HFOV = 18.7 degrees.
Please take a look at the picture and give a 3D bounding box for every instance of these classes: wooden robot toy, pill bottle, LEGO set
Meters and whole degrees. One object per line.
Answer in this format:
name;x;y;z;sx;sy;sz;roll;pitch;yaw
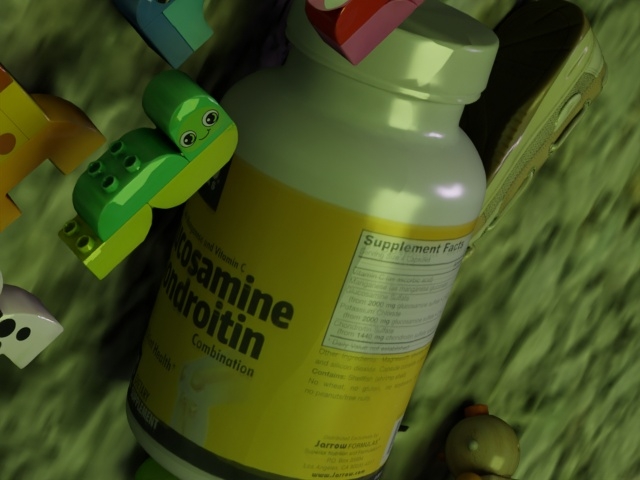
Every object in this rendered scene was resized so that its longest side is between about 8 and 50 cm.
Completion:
wooden robot toy;0.064;0.116;0.905;0.173;0.076;0.079;26;59;-64
pill bottle;0.000;0.000;0.711;0.103;0.103;0.184;-1;117;-45
LEGO set;-0.080;-0.055;0.610;0.227;0.087;0.093;-44;137;-4

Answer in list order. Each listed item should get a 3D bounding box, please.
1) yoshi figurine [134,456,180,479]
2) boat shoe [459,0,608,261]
yoshi figurine;-0.081;0.179;0.746;0.203;0.204;0.362;-22;158;15
boat shoe;0.065;-0.029;0.797;0.153;0.056;0.048;-54;137;-13
